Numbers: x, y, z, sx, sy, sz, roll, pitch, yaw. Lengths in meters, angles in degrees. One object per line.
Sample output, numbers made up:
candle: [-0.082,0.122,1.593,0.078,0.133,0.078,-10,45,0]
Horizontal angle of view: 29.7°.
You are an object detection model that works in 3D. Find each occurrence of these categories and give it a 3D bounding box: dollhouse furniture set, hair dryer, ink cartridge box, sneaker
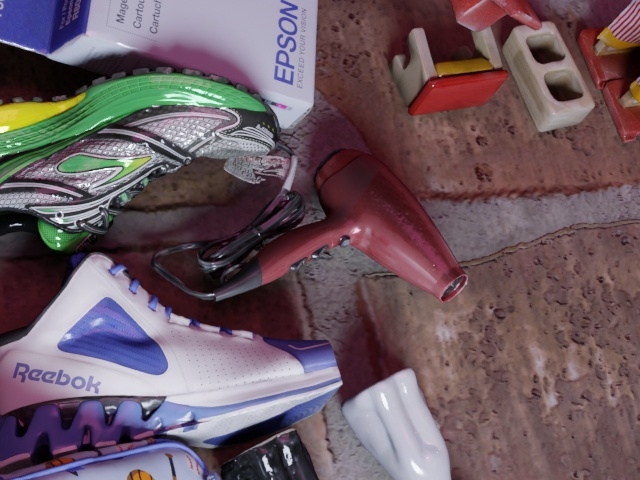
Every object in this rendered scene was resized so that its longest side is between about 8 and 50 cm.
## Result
dollhouse furniture set: [0.292,-0.205,1.304,0.374,0.201,0.152,-12,68,-24]
hair dryer: [0.000,0.000,1.171,0.293,0.080,0.224,12,55,3]
ink cartridge box: [-0.154,-0.303,1.202,0.330,0.071,0.324,15,62,-26]
sneaker: [-0.202,-0.061,1.111,0.343,0.134,0.146,-14,78,-7]
sneaker: [-0.146,0.091,1.048,0.315,0.127,0.182,-9,69,-21]

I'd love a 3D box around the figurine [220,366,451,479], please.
figurine: [0.050,0.244,1.068,0.214,0.092,0.209,-24,81,-28]

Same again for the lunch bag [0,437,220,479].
lunch bag: [-0.153,0.280,0.885,0.303,0.115,0.243,0,60,-58]
